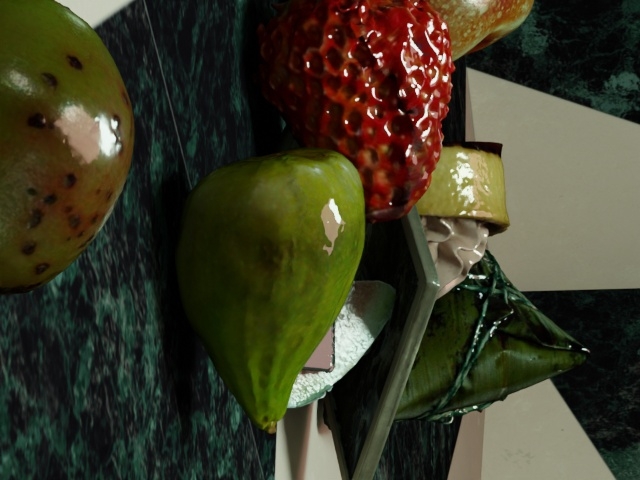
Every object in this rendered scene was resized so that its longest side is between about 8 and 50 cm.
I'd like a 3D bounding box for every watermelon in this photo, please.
[{"bbox_3d":[-0.003,0.092,1.996,0.180,0.081,0.094,-26,120,-35],"label":"watermelon"}]

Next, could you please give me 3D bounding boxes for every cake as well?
[{"bbox_3d":[0.126,-0.018,2.268,0.208,0.185,0.178,-5,86,-45],"label":"cake"}]

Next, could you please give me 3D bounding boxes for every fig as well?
[{"bbox_3d":[-0.053,0.024,1.667,0.233,0.167,0.167,-60,178,16],"label":"fig"}]

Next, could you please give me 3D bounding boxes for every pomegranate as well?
[{"bbox_3d":[-0.180,-0.062,0.960,0.205,0.159,0.159,43,38,-35],"label":"pomegranate"}]

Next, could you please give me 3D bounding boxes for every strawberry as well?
[{"bbox_3d":[0.044,-0.139,2.012,0.205,0.205,0.244,-7,89,-80],"label":"strawberry"}]

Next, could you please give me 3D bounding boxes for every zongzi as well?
[{"bbox_3d":[0.111,0.032,2.427,0.383,0.319,0.362,-120,-163,-71],"label":"zongzi"}]

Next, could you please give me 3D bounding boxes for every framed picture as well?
[{"bbox_3d":[0.057,0.093,2.129,0.240,0.020,0.324,-102,-157,-49],"label":"framed picture"}]

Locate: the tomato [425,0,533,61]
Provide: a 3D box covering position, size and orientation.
[{"bbox_3d":[0.099,-0.294,2.215,0.222,0.270,0.270,64,11,-1],"label":"tomato"}]

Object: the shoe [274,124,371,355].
[{"bbox_3d":[0.000,0.000,2.091,0.103,0.098,0.275,-3,91,-83],"label":"shoe"}]

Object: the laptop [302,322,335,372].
[{"bbox_3d":[-0.032,0.037,1.940,0.129,0.016,0.180,9,76,-42],"label":"laptop"}]
